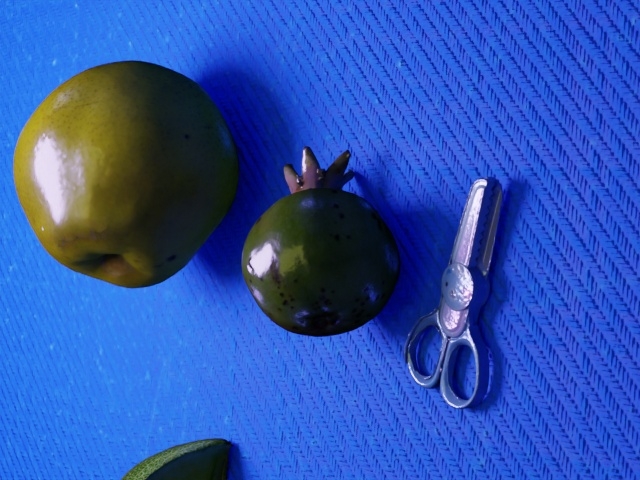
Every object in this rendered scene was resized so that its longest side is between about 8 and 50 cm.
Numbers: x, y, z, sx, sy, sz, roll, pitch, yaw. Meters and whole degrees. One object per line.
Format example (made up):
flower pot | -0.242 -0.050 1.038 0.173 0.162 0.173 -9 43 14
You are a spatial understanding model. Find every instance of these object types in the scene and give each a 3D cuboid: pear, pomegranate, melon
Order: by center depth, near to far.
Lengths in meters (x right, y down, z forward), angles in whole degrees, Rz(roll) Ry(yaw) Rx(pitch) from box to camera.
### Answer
pomegranate | 0.000 0.000 1.908 0.181 0.181 0.224 -43 36 39
pear | -0.246 -0.095 2.124 0.294 0.294 0.294 -4 85 50
melon | -0.228 0.373 2.144 0.129 0.169 0.265 17 100 48

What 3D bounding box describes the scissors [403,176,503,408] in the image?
scissors | 0.157 0.053 1.812 0.125 0.030 0.256 29 113 48
